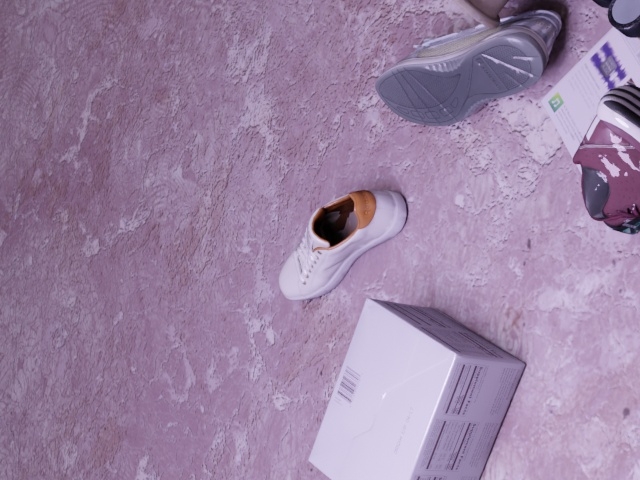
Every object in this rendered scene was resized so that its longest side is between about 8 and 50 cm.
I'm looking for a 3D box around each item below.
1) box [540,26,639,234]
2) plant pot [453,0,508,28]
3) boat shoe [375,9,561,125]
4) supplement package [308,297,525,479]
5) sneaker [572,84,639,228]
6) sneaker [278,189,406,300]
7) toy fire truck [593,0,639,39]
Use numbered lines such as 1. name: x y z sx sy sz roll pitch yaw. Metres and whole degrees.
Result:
1. box: 0.443 -0.195 1.718 0.322 0.058 0.232 -48 49 35
2. plant pot: 0.231 -0.506 1.805 0.305 0.333 0.334 -42 50 17
3. boat shoe: 0.212 -0.254 1.979 0.320 0.118 0.103 -18 28 50
4. supplement package: 0.132 0.244 1.922 0.204 0.145 0.262 32 106 48
5. sneaker: 0.425 -0.048 1.637 0.281 0.106 0.162 42 133 14
6. sneaker: 0.000 0.000 2.155 0.290 0.123 0.106 -42 54 38
7. toy fire truck: 0.424 -0.375 1.637 0.246 0.158 0.217 -44 48 19
